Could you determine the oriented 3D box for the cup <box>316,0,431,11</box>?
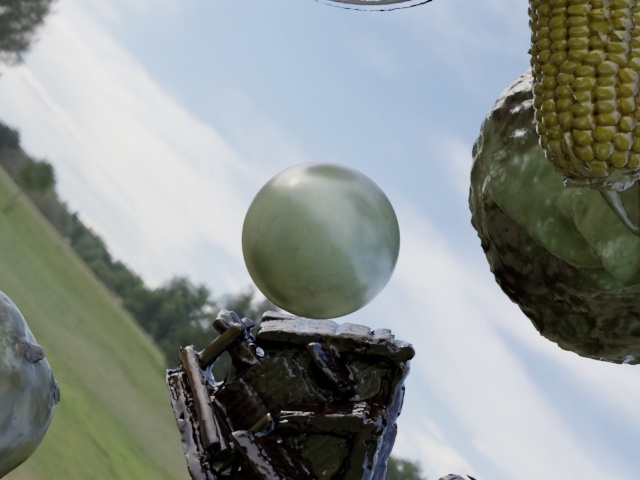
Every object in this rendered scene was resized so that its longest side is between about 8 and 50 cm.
[{"bbox_3d":[0.049,-0.397,1.052,0.253,0.274,0.253,5,-33,3],"label":"cup"}]

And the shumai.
[{"bbox_3d":[0.337,-0.037,1.071,0.395,0.395,0.348,48,8,2],"label":"shumai"}]

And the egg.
[{"bbox_3d":[0.000,0.000,0.817,0.114,0.114,0.152,48,-2,0],"label":"egg"}]

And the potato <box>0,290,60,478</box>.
[{"bbox_3d":[-0.396,0.150,0.958,0.243,0.326,0.221,52,-5,-5],"label":"potato"}]

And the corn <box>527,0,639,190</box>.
[{"bbox_3d":[0.191,-0.180,0.787,0.106,0.106,0.293,-175,-100,-74],"label":"corn"}]

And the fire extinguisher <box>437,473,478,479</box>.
[{"bbox_3d":[0.160,0.257,1.017,0.157,0.045,0.078,33,-58,55],"label":"fire extinguisher"}]

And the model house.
[{"bbox_3d":[-0.016,0.186,1.356,0.297,0.282,0.317,59,4,4],"label":"model house"}]
